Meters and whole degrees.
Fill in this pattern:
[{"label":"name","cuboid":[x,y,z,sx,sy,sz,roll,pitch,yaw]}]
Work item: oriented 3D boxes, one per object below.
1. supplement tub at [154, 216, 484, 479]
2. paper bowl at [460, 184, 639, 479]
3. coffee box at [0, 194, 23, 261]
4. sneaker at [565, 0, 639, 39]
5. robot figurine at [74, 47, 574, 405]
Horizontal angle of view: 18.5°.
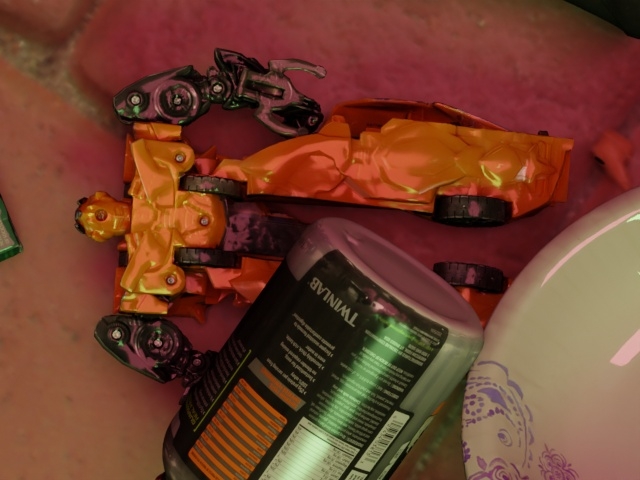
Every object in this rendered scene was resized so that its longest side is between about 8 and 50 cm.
[{"label":"supplement tub","cuboid":[-0.007,0.092,1.063,0.117,0.117,0.190,35,103,-2]},{"label":"paper bowl","cuboid":[0.229,0.111,1.050,0.284,0.148,0.284,-13,54,19]},{"label":"coffee box","cuboid":[-0.282,-0.012,1.155,0.184,0.040,0.113,-23,86,-9]},{"label":"sneaker","cuboid":[0.081,-0.197,1.201,0.283,0.107,0.124,40,96,3]},{"label":"robot figurine","cuboid":[0.000,0.000,1.164,0.291,0.085,0.211,5,83,-6]}]
